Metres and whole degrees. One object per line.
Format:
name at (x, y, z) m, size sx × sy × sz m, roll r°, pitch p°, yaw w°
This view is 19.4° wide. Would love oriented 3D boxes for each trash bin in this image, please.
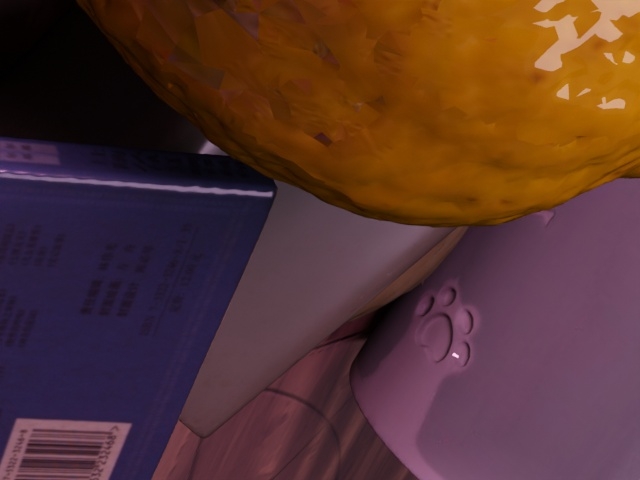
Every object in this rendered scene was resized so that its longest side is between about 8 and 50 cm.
trash bin at (-0.014, -0.055, 0.764) m, size 0.240 × 0.122 × 0.164 m, roll -44°, pitch 137°, yaw 1°

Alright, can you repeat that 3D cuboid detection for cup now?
cup at (0.201, 0.028, 1.233) m, size 0.274 × 0.259 × 0.357 m, roll -56°, pitch -172°, yaw 17°

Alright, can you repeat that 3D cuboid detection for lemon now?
lemon at (0.025, -0.143, 0.541) m, size 0.253 × 0.310 × 0.253 m, roll -37°, pitch -166°, yaw 11°

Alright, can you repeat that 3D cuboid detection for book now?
book at (-0.168, 0.035, 0.652) m, size 0.269 × 0.025 × 0.191 m, roll 4°, pitch 133°, yaw -25°

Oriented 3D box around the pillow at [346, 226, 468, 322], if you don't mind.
pillow at (0.000, 0.000, 0.996) m, size 0.302 × 0.075 × 0.185 m, roll -23°, pitch 151°, yaw -47°
